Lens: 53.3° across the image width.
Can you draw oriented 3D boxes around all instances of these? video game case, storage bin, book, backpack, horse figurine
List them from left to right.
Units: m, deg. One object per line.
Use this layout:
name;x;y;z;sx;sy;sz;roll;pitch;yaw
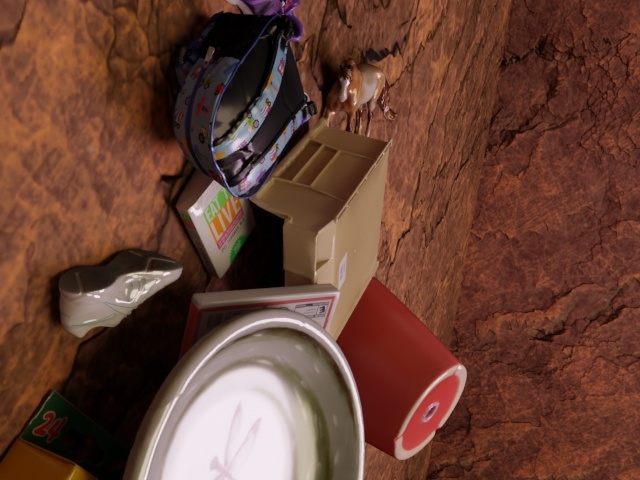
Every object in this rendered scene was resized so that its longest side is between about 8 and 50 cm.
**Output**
book;-0.128;-0.031;0.797;0.096;0.035;0.144;-61;157;-28
backpack;-0.094;-0.139;0.691;0.158;0.117;0.173;70;40;-55
video game case;-0.097;0.187;0.825;0.204;0.025;0.285;-1;118;-37
storage bin;0.000;0.000;0.958;0.260;0.123;0.262;-54;155;-46
horse figurine;0.064;-0.235;1.080;0.263;0.066;0.174;-37;142;-55

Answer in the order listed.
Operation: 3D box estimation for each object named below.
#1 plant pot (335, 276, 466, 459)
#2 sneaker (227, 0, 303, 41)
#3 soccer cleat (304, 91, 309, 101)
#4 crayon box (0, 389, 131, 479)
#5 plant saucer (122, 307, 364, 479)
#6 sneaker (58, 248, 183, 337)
plant pot;0.105;0.236;1.137;0.275;0.243;0.275;-33;141;-32
sneaker;-0.063;-0.290;0.735;0.170;0.071;0.068;41;66;-65
soccer cleat;-0.030;-0.202;0.914;0.083;0.035;0.029;-6;109;-66
crayon box;-0.275;0.329;0.602;0.318;0.081;0.202;-63;154;-29
plant saucer;-0.090;0.277;0.733;0.400;0.100;0.400;3;86;-54
sneaker;-0.203;0.050;0.649;0.152;0.053;0.061;-21;132;-56
